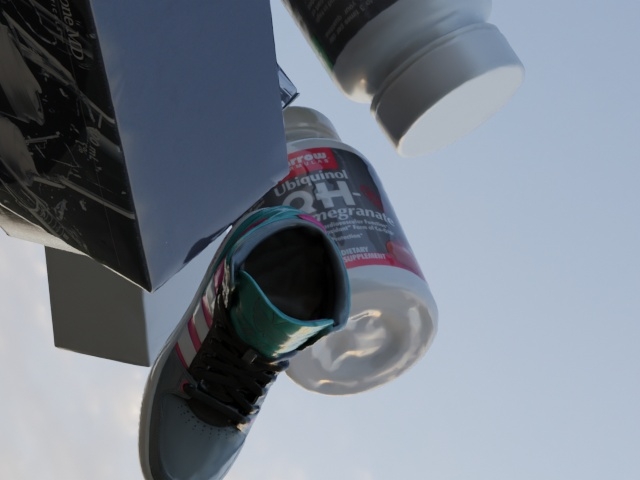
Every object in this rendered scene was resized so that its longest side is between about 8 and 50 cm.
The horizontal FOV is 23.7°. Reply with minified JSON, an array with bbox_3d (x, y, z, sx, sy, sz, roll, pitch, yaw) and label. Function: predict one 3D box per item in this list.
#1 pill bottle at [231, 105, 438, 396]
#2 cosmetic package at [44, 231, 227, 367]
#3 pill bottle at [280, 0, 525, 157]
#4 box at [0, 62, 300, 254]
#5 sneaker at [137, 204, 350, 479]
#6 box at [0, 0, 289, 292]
[{"bbox_3d":[0.000,0.000,1.666,0.319,0.176,0.176,-112,-155,-44],"label":"pill bottle"},{"bbox_3d":[-0.232,-0.062,1.901,0.156,0.217,0.385,7,-66,26],"label":"cosmetic package"},{"bbox_3d":[0.065,-0.287,1.731,0.361,0.204,0.204,58,-36,16],"label":"pill bottle"},{"bbox_3d":[-0.197,-0.098,1.539,0.307,0.242,0.076,9,-37,55],"label":"box"},{"bbox_3d":[-0.062,0.096,1.359,0.123,0.296,0.178,25,-15,-14],"label":"sneaker"},{"bbox_3d":[-0.209,-0.186,1.190,0.312,0.179,0.343,27,-37,29],"label":"box"}]
